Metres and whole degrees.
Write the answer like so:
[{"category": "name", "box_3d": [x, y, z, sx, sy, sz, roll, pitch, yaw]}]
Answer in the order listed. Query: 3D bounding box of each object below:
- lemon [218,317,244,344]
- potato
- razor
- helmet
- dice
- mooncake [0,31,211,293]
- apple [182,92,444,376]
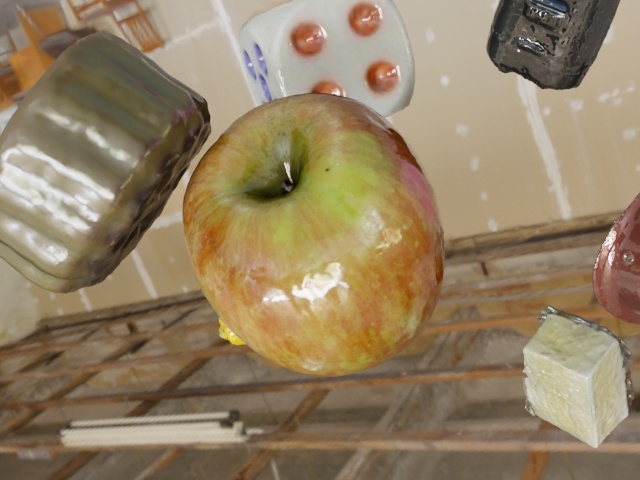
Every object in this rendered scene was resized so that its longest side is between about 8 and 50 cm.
[{"category": "lemon", "box_3d": [-0.060, 0.076, 0.962, 0.187, 0.142, 0.142, -36, -163, -11]}, {"category": "potato", "box_3d": [0.226, 0.122, 0.627, 0.086, 0.122, 0.061, 21, -122, 40]}, {"category": "razor", "box_3d": [0.388, -0.400, 1.120, 0.189, 0.327, 0.107, 31, -125, 16]}, {"category": "helmet", "box_3d": [0.762, 0.045, 1.364, 0.384, 0.338, 0.230, -24, -155, -11]}, {"category": "dice", "box_3d": [0.009, -0.330, 1.330, 0.259, 0.251, 0.243, -22, -165, -11]}, {"category": "mooncake", "box_3d": [-0.255, -0.077, 0.800, 0.290, 0.161, 0.290, -54, -171, 12]}, {"category": "apple", "box_3d": [0.000, 0.000, 0.778, 0.277, 0.250, 0.309, -13, -127, 19]}]
